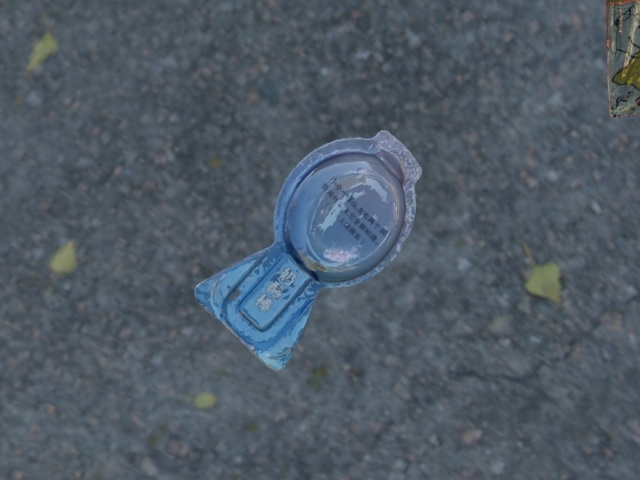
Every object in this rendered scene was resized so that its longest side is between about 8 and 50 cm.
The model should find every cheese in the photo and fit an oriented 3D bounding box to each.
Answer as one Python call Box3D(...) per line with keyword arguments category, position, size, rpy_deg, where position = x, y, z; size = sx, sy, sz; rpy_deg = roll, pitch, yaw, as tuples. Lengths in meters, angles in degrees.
Box3D(category="cheese", position=(0.000, 0.000, 1.348), size=(0.245, 0.135, 0.052), rpy_deg=(-48, 17, -8))

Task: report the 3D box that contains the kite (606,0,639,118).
Box3D(category="kite", position=(0.218, -0.126, 0.665), size=(0.244, 0.198, 0.006), rpy_deg=(-39, 36, 42))
